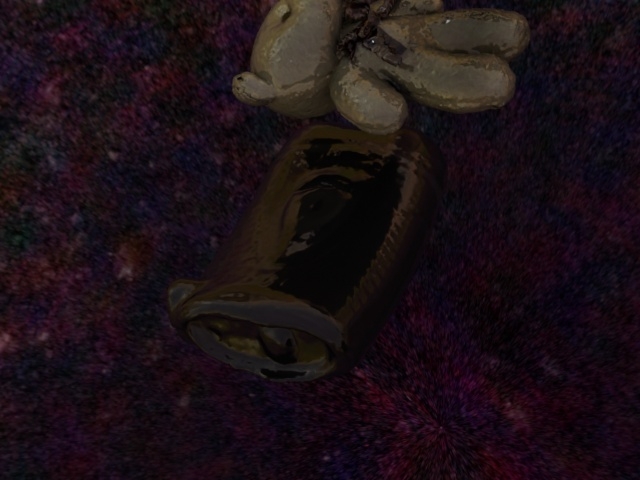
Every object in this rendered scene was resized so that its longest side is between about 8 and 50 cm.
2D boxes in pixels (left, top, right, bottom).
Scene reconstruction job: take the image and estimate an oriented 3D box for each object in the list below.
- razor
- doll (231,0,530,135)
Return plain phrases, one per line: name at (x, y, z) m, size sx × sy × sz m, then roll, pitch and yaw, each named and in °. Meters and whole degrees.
razor at (0.000, 0.001, 0.875) m, size 0.204 × 0.114 × 0.349 m, roll 10°, pitch 42°, yaw 21°
doll at (0.058, -0.192, 0.822) m, size 0.278 × 0.175 × 0.149 m, roll 6°, pitch 111°, yaw 20°
